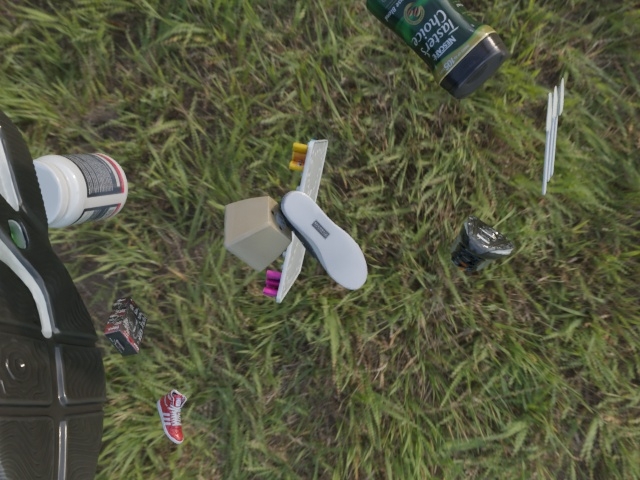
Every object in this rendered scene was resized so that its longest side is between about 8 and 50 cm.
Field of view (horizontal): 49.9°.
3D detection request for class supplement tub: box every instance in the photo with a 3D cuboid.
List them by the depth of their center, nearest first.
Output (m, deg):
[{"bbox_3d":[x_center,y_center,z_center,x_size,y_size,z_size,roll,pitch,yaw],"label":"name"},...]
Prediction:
[{"bbox_3d":[-0.665,-0.135,1.832,0.191,0.272,0.191,3,99,19],"label":"supplement tub"}]

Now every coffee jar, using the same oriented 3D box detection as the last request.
[{"bbox_3d":[0.151,-0.272,0.881,0.184,0.079,0.096,48,116,6],"label":"coffee jar"}]

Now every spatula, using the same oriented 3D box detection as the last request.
[{"bbox_3d":[0.539,-0.241,1.594,0.019,0.168,0.241,6,118,23],"label":"spatula"}]

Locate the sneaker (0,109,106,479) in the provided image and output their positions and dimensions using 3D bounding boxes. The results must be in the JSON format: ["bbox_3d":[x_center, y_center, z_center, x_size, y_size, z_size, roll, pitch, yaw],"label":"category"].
[{"bbox_3d":[-0.379,0.091,0.661,0.258,0.169,0.447,-26,69,11],"label":"sneaker"}]

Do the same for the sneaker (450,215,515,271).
[{"bbox_3d":[0.303,0.018,1.330,0.100,0.271,0.108,37,98,10],"label":"sneaker"}]

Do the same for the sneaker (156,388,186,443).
[{"bbox_3d":[-0.328,0.395,1.557,0.067,0.042,0.118,-45,58,21],"label":"sneaker"}]

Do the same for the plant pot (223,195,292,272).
[{"bbox_3d":[-0.114,-0.023,1.328,0.096,0.109,0.109,-27,45,24],"label":"plant pot"}]

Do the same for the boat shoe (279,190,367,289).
[{"bbox_3d":[0.000,0.000,1.321,0.080,0.076,0.228,-46,103,-11],"label":"boat shoe"}]

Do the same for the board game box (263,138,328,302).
[{"bbox_3d":[-0.059,-0.071,1.779,0.050,0.390,0.389,13,100,3],"label":"board game box"}]

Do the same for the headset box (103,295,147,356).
[{"bbox_3d":[-0.318,0.144,1.123,0.032,0.062,0.083,-13,41,14],"label":"headset box"}]
